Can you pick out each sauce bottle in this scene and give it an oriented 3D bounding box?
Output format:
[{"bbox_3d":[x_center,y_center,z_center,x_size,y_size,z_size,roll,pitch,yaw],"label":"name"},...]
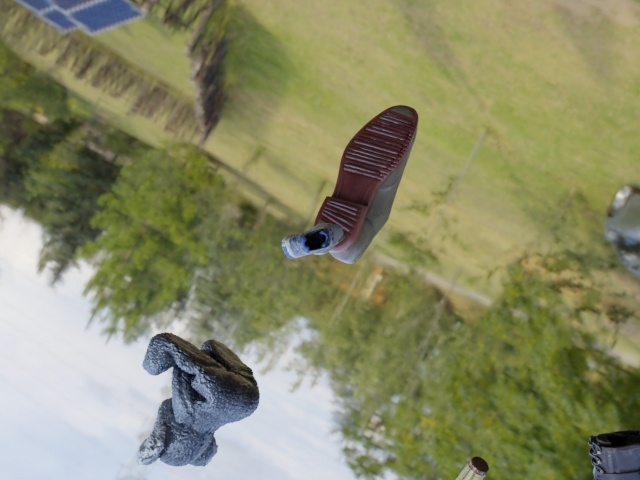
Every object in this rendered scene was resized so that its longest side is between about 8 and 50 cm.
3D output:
[{"bbox_3d":[0.278,0.469,1.870,0.042,0.128,0.042,20,-146,-14],"label":"sauce bottle"}]

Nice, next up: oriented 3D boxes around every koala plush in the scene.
[{"bbox_3d":[-0.227,0.308,1.720,0.203,0.221,0.196,35,-171,36],"label":"koala plush"}]

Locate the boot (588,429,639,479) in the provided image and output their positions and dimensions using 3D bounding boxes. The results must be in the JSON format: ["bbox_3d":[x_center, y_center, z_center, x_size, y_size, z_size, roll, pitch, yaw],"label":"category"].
[{"bbox_3d":[0.508,0.443,1.761,0.263,0.229,0.091,-13,-153,2],"label":"boot"}]

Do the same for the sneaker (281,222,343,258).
[{"bbox_3d":[0.000,0.000,1.646,0.058,0.052,0.135,-15,-175,44],"label":"sneaker"}]

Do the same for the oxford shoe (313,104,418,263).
[{"bbox_3d":[0.104,-0.115,1.988,0.123,0.348,0.130,25,168,32],"label":"oxford shoe"}]
